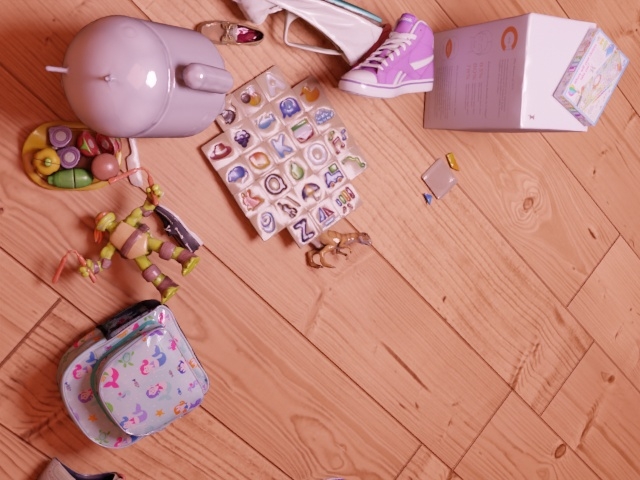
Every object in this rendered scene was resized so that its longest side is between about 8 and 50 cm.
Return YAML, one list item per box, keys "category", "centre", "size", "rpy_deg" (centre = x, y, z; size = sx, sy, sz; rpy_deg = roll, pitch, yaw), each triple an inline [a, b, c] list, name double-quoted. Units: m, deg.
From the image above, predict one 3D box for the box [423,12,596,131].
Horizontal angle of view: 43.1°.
- category: "box"
  centre: [0.380, -0.334, 1.685]
  size: [0.168, 0.345, 0.215]
  rpy_deg: [0, 97, -25]

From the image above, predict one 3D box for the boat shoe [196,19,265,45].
- category: "boat shoe"
  centre: [-0.172, -0.406, 1.584]
  size: [0.135, 0.045, 0.050]
  rpy_deg: [-4, 98, -24]

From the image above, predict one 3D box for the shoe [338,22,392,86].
- category: "shoe"
  centre: [0.094, -0.388, 1.704]
  size: [0.178, 0.063, 0.081]
  rpy_deg: [-35, 108, -23]

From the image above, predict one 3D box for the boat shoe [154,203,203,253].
- category: "boat shoe"
  centre: [-0.284, -0.021, 1.584]
  size: [0.038, 0.046, 0.125]
  rpy_deg: [-51, 122, -16]

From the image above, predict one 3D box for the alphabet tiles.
- category: "alphabet tiles"
  centre: [-0.066, -0.170, 1.659]
  size: [0.285, 0.011, 0.342]
  rpy_deg: [-37, 103, -16]

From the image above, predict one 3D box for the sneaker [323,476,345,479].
- category: "sneaker"
  centre: [-0.030, 0.635, 1.728]
  size: [0.293, 0.146, 0.102]
  rpy_deg: [-36, 110, -16]

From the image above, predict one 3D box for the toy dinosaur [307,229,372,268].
- category: "toy dinosaur"
  centre: [0.000, 0.000, 1.721]
  size: [0.211, 0.064, 0.112]
  rpy_deg: [11, 80, -13]

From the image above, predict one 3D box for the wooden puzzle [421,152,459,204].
- category: "wooden puzzle"
  centre: [0.272, -0.141, 1.844]
  size: [0.116, 0.014, 0.078]
  rpy_deg: [-39, 106, -16]

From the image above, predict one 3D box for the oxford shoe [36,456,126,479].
- category: "oxford shoe"
  centre: [-0.386, 0.523, 1.564]
  size: [0.348, 0.123, 0.130]
  rpy_deg: [28, 79, -26]

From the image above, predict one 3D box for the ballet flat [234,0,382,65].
- category: "ballet flat"
  centre: [-0.068, -0.457, 1.582]
  size: [0.400, 0.139, 0.139]
  rpy_deg: [22, 87, -20]

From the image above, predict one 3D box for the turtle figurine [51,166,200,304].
- category: "turtle figurine"
  centre: [-0.348, 0.019, 1.502]
  size: [0.217, 0.087, 0.269]
  rpy_deg: [38, 86, 1]

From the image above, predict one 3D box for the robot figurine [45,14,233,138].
- category: "robot figurine"
  centre: [-0.299, -0.277, 1.403]
  size: [0.353, 0.300, 0.200]
  rpy_deg: [-14, 102, -62]

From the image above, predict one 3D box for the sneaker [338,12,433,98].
- category: "sneaker"
  centre: [0.134, -0.372, 1.622]
  size: [0.282, 0.102, 0.161]
  rpy_deg: [-23, 124, -50]

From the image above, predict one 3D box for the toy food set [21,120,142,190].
- category: "toy food set"
  centre: [-0.428, -0.154, 1.483]
  size: [0.218, 0.071, 0.128]
  rpy_deg: [-3, 98, -25]

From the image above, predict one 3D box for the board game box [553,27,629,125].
- category: "board game box"
  centre: [0.518, -0.310, 1.546]
  size: [0.103, 0.026, 0.154]
  rpy_deg: [35, 80, -28]

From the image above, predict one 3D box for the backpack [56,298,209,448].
- category: "backpack"
  centre: [-0.354, 0.259, 1.515]
  size: [0.253, 0.191, 0.225]
  rpy_deg: [-29, 109, -14]
